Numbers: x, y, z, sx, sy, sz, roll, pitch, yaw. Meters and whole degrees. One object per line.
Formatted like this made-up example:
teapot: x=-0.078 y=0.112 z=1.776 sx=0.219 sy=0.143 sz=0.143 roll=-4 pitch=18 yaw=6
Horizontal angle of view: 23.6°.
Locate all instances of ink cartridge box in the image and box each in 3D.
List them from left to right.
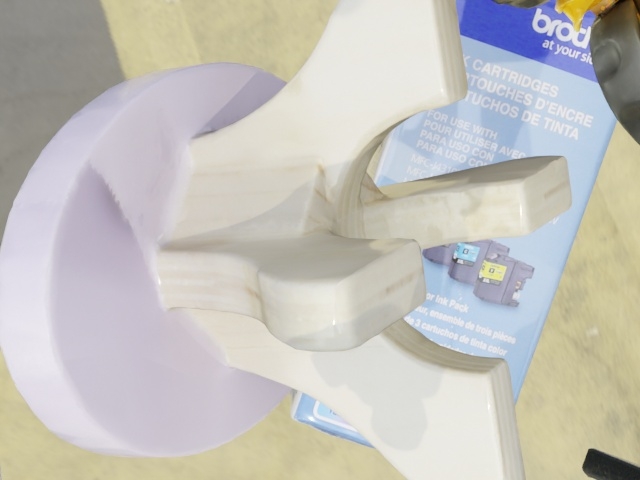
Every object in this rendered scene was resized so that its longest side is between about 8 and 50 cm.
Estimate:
ink cartridge box: x=0.106 y=-0.052 z=1.130 sx=0.151 sy=0.270 sz=0.395 roll=18 pitch=95 yaw=-3

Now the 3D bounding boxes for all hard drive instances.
hard drive: x=0.269 y=0.188 z=1.112 sx=0.135 sy=0.094 sz=0.022 roll=21 pitch=88 yaw=-22

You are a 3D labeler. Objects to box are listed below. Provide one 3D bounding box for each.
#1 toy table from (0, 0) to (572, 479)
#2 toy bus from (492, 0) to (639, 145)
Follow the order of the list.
toy table: x=0.000 y=0.000 z=0.689 sx=0.161 sy=0.274 sz=0.252 roll=-3 pitch=114 yaw=28
toy bus: x=0.155 y=-0.161 z=0.571 sx=0.149 sy=0.220 sz=0.211 roll=-31 pitch=31 yaw=42
